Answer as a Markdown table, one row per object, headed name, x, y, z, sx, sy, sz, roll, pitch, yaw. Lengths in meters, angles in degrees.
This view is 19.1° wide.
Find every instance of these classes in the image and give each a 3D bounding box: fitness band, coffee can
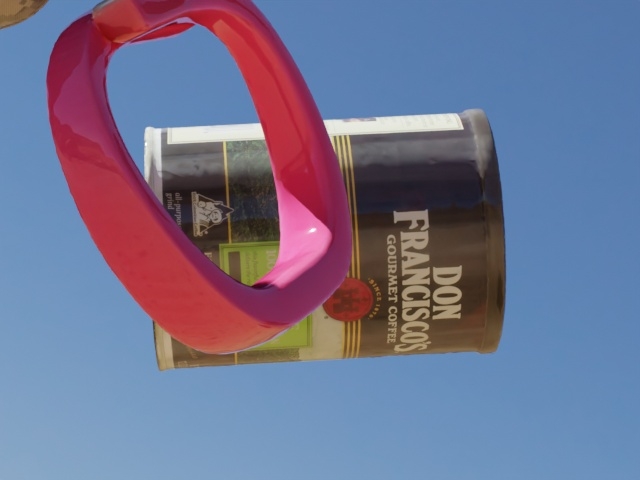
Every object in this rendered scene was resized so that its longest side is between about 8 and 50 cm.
| name | x | y | z | sx | sy | sz | roll | pitch | yaw |
| --- | --- | --- | --- | --- | --- | --- | --- | --- | --- |
| fitness band | -0.062 | -0.046 | 1.079 | 0.054 | 0.209 | 0.291 | -22 | 5 | 20 |
| coffee can | 0.000 | 0.000 | 1.548 | 0.275 | 0.201 | 0.201 | -3 | -17 | -3 |

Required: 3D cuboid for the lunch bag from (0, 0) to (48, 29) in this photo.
| name | x | y | z | sx | sy | sz | roll | pitch | yaw |
| --- | --- | --- | --- | --- | --- | --- | --- | --- | --- |
| lunch bag | -0.275 | -0.295 | 1.100 | 0.212 | 0.305 | 0.256 | 1 | -17 | 43 |
